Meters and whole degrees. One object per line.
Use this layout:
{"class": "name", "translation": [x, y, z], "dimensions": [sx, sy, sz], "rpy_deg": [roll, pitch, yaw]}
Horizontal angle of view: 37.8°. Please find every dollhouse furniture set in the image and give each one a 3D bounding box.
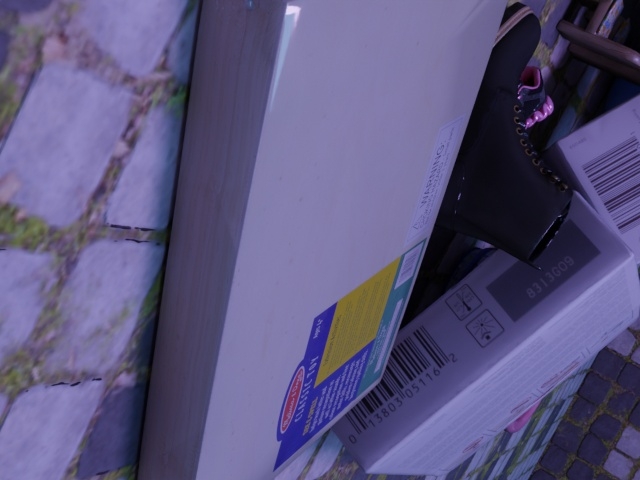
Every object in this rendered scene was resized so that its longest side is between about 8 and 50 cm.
{"class": "dollhouse furniture set", "translation": [0.347, -0.266, 0.890], "dimensions": [0.212, 0.161, 0.242], "rpy_deg": [-63, 157, 7]}

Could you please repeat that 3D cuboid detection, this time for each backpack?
{"class": "backpack", "translation": [0.184, 0.059, 1.035], "dimensions": [0.105, 0.084, 0.114], "rpy_deg": [-58, 150, -1]}

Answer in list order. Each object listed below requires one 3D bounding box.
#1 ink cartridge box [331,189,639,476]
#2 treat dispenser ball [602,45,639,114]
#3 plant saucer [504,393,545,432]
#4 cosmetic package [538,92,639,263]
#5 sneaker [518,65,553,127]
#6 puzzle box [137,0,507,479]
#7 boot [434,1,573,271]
{"class": "ink cartridge box", "translation": [0.192, 0.121, 0.992], "dimensions": [0.308, 0.091, 0.385], "rpy_deg": [-41, 158, 6]}
{"class": "treat dispenser ball", "translation": [0.512, -0.148, 1.207], "dimensions": [0.288, 0.288, 0.288], "rpy_deg": [-45, 153, -31]}
{"class": "plant saucer", "translation": [0.287, 0.091, 1.254], "dimensions": [0.332, 0.084, 0.332], "rpy_deg": [-46, 148, -41]}
{"class": "cosmetic package", "translation": [0.345, -0.072, 1.012], "dimensions": [0.151, 0.151, 0.183], "rpy_deg": [-30, 177, 6]}
{"class": "sneaker", "translation": [0.177, -0.121, 0.875], "dimensions": [0.119, 0.047, 0.057], "rpy_deg": [-49, 140, -34]}
{"class": "puzzle box", "translation": [0.000, 0.000, 0.632], "dimensions": [0.272, 0.052, 0.409], "rpy_deg": [-32, 145, -49]}
{"class": "boot", "translation": [0.165, -0.083, 0.765], "dimensions": [0.198, 0.137, 0.077], "rpy_deg": [-61, 157, 1]}
